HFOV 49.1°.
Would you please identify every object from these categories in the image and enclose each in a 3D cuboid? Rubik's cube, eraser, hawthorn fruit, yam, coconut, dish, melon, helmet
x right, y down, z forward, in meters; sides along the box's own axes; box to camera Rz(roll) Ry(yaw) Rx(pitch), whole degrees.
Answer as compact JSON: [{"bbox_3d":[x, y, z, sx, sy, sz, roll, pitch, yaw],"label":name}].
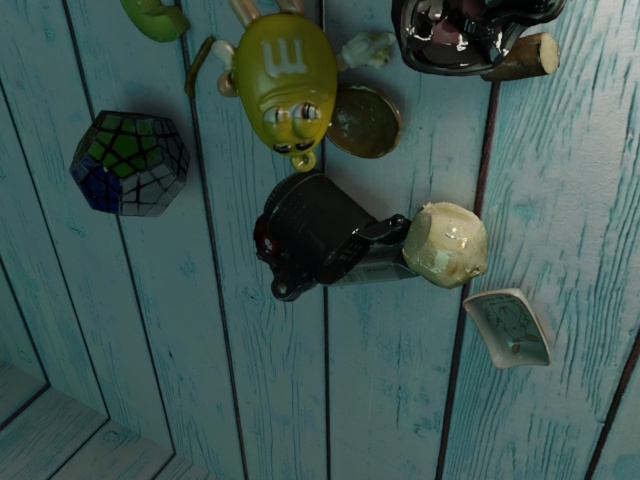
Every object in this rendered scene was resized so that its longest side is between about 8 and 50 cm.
[{"bbox_3d":[-0.512,-0.208,1.894,0.319,0.264,0.319,20,133,23],"label":"Rubik's cube"},{"bbox_3d":[0.115,0.067,1.774,0.351,0.089,0.061,-9,114,40],"label":"eraser"},{"bbox_3d":[-0.095,-0.011,1.849,0.171,0.148,0.148,-10,120,11],"label":"hawthorn fruit"},{"bbox_3d":[0.360,-0.333,1.277,0.127,0.084,0.084,4,125,40],"label":"yam"},{"bbox_3d":[0.284,0.018,1.546,0.194,0.194,0.194,20,133,23],"label":"coconut"},{"bbox_3d":[0.444,0.194,1.637,0.151,0.077,0.212,-14,113,41],"label":"dish"},{"bbox_3d":[-0.409,-0.566,1.684,0.118,0.064,0.210,-20,107,45],"label":"melon"},{"bbox_3d":[0.252,-0.438,1.163,0.338,0.270,0.197,-52,43,49],"label":"helmet"}]

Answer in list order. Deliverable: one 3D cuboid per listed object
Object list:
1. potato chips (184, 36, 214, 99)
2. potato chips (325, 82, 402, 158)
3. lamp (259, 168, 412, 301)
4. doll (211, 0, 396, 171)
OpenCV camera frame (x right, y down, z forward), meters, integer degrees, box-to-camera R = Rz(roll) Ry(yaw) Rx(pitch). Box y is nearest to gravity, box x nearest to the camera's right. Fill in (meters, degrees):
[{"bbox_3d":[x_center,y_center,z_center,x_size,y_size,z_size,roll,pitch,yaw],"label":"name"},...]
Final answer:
[{"bbox_3d":[-0.304,-0.430,1.738,0.037,0.026,0.204,37,137,2],"label":"potato chips"},{"bbox_3d":[0.092,-0.273,1.539,0.208,0.062,0.195,-16,115,43],"label":"potato chips"},{"bbox_3d":[0.003,-0.045,1.669,0.374,0.205,0.272,-32,75,15],"label":"lamp"},{"bbox_3d":[-0.061,-0.392,1.424,0.348,0.161,0.423,-42,101,9],"label":"doll"}]
